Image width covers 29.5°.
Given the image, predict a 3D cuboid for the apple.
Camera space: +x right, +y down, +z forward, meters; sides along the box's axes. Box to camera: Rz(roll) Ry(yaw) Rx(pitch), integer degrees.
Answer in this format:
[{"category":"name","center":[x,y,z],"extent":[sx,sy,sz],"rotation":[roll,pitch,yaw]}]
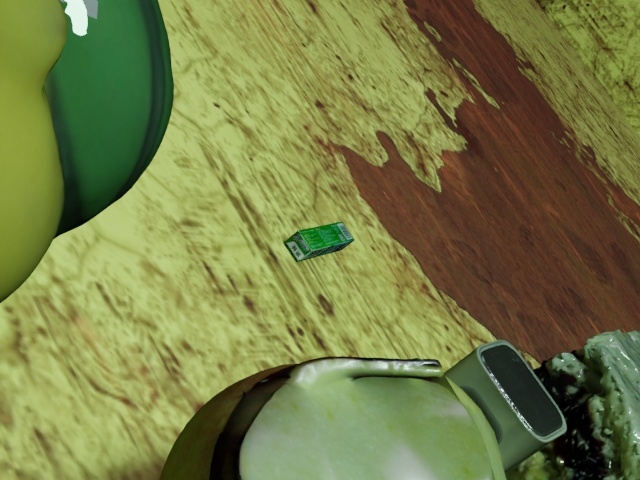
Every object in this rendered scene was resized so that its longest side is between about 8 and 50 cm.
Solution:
[{"category":"apple","center":[0.016,0.153,0.565],"extent":[0.207,0.174,0.188],"rotation":[17,60,-61]}]

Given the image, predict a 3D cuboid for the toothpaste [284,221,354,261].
[{"category":"toothpaste","center":[0.000,0.000,0.960],"extent":[0.020,0.017,0.083],"rotation":[56,24,10]}]

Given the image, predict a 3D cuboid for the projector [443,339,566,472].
[{"category":"projector","center":[0.117,0.130,0.883],"extent":[0.083,0.082,0.083],"rotation":[55,23,15]}]

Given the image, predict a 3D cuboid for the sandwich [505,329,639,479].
[{"category":"sandwich","center":[0.267,0.201,0.978],"extent":[0.262,0.131,0.325],"rotation":[57,26,16]}]

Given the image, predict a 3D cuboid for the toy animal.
[{"category":"toy animal","center":[-0.187,-0.055,0.511],"extent":[0.338,0.216,0.191],"rotation":[-27,104,-70]}]
